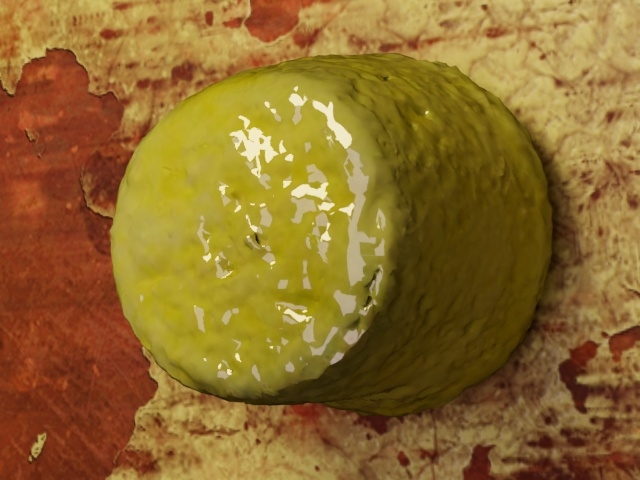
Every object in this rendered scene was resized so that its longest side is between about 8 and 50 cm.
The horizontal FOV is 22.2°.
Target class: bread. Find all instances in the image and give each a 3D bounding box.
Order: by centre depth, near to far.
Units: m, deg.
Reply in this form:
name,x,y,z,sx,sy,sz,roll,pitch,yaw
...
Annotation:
name,x,y,z,sx,sy,sz,roll,pitch,yaw
bread,0.000,0.000,1.446,0.348,0.307,0.348,3,95,34
